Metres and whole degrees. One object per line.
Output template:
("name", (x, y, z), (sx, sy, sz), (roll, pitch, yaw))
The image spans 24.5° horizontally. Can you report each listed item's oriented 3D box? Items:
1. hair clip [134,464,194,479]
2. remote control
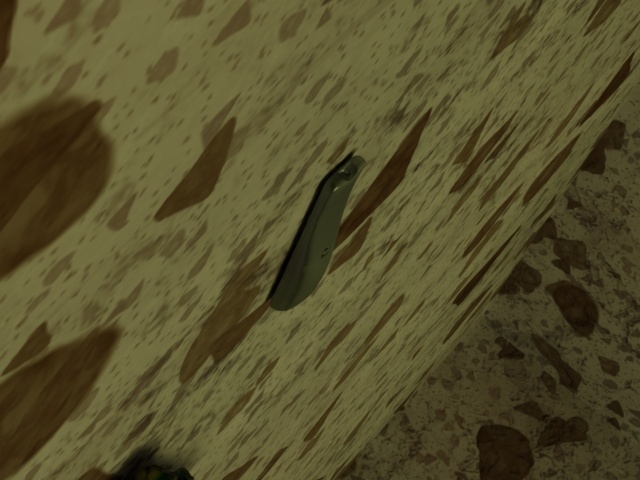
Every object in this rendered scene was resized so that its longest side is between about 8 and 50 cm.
("hair clip", (-0.148, 0.273, 1.377), (0.138, 0.091, 0.321), (-50, 159, -7))
("remote control", (0.000, 0.000, 1.215), (0.050, 0.027, 0.184), (-44, 166, -37))
